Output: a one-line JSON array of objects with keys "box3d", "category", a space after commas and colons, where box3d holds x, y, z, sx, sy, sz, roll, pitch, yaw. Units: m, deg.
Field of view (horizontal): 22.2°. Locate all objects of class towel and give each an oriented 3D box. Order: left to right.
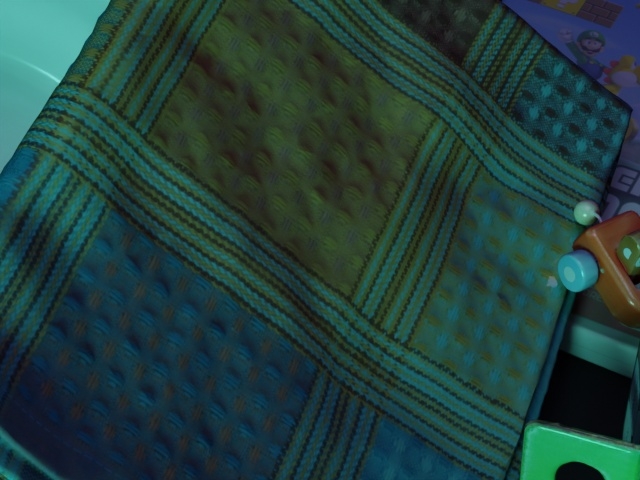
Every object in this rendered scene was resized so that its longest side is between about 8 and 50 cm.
[{"box3d": [0.000, 0.000, 0.722, 0.271, 0.040, 0.370, 37, 55, -18], "category": "towel"}]

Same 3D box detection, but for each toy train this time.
[{"box3d": [0.202, 0.015, 0.784, 0.166, 0.046, 0.125, -16, 71, -29], "category": "toy train"}]

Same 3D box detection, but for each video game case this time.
[{"box3d": [0.161, -0.055, 0.903, 0.204, 0.025, 0.285, 21, 51, 20], "category": "video game case"}]

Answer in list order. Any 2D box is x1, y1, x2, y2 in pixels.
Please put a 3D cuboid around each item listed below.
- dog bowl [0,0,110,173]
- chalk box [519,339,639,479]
[{"box3d": [-0.166, -0.001, 0.728, 0.264, 0.104, 0.265, 8, 68, -21], "category": "dog bowl"}, {"box3d": [0.190, 0.112, 0.676, 0.213, 0.132, 0.132, 2, 47, 5], "category": "chalk box"}]
